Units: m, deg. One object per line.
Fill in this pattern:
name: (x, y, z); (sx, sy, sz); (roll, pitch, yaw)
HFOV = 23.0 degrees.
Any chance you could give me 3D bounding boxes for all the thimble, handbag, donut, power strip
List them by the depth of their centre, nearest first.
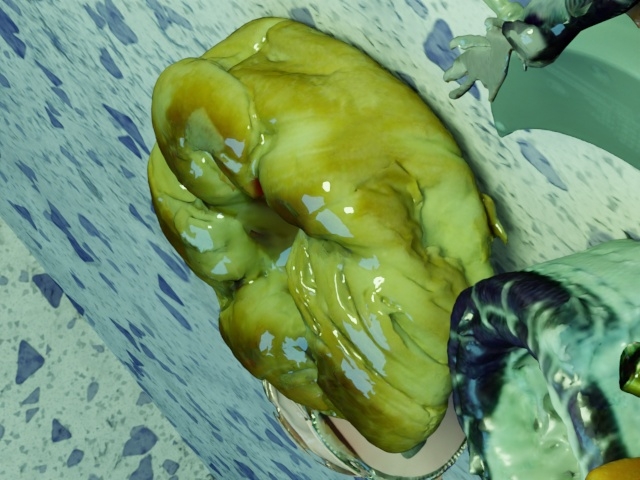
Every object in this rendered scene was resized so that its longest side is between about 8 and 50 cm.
power strip: (0.190, -0.069, 0.925); (0.253, 0.054, 0.167); (38, 159, 21)
thimble: (0.193, 0.109, 1.074); (0.237, 0.150, 0.237); (52, 153, 40)
donut: (0.000, 0.000, 1.267); (0.360, 0.170, 0.360); (42, 153, 28)
handbag: (0.046, 0.142, 1.537); (0.205, 0.179, 0.116); (47, 156, -6)

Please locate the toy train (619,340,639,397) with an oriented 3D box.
toy train: (0.290, 0.092, 0.902); (0.225, 0.090, 0.137); (20, 146, -6)

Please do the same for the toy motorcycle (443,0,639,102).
toy motorcycle: (0.188, -0.120, 0.681); (0.207, 0.134, 0.401); (50, 161, -12)

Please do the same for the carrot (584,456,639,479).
carrot: (0.268, 0.143, 0.975); (0.043, 0.248, 0.043); (175, 90, -67)
